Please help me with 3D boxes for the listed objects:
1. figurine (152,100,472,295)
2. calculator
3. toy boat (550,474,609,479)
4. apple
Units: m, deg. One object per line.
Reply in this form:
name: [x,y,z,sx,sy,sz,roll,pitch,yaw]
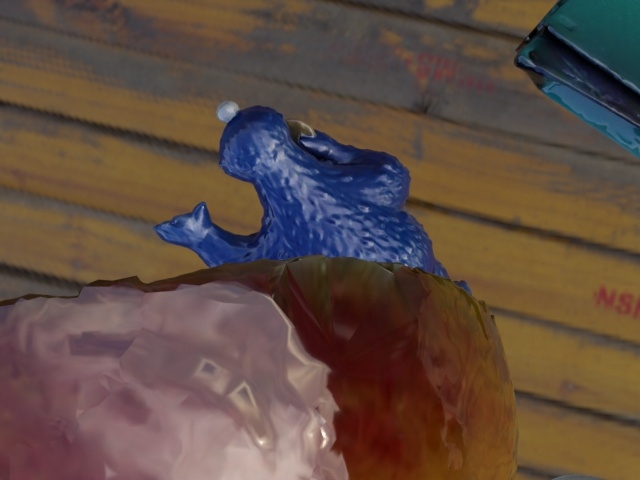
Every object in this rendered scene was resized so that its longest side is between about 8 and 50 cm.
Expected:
figurine: [0.009,-0.001,1.020,0.262,0.121,0.164,37,91,-23]
calculator: [0.301,-0.136,1.004,0.248,0.274,0.058,36,141,7]
toy boat: [0.328,0.349,1.360,0.141,0.269,0.140,-9,111,-26]
apple: [-0.059,0.118,0.499,0.179,0.346,0.254,17,101,49]
